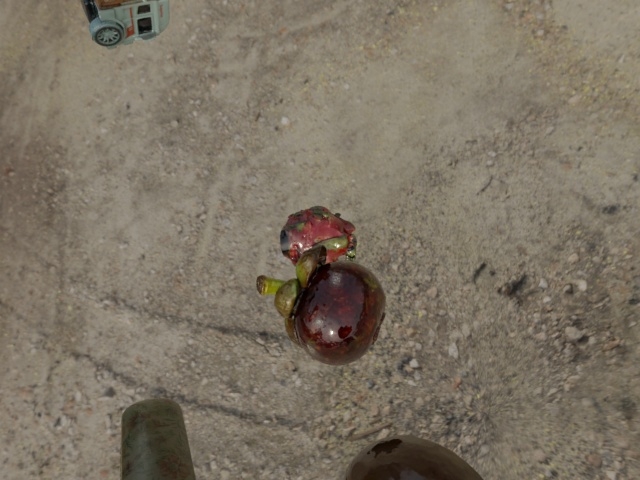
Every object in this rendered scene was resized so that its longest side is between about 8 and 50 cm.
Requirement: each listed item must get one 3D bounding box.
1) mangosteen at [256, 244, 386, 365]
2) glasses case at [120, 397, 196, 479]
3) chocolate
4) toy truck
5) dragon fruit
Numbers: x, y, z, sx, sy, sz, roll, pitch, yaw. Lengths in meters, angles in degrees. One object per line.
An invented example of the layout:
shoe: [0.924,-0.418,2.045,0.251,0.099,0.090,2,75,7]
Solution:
mangosteen: [0.006,0.092,0.612,0.181,0.145,0.156,16,83,30]
glasses case: [-0.396,0.526,1.017,0.425,0.156,0.098,33,117,61]
chocolate: [0.077,0.233,0.358,0.133,0.127,0.124,-12,51,41]
toy truck: [-0.321,-0.463,0.674,0.162,0.305,0.136,-23,80,-24]
dragon fruit: [0.000,0.000,1.019,0.171,0.160,0.167,-5,53,10]
